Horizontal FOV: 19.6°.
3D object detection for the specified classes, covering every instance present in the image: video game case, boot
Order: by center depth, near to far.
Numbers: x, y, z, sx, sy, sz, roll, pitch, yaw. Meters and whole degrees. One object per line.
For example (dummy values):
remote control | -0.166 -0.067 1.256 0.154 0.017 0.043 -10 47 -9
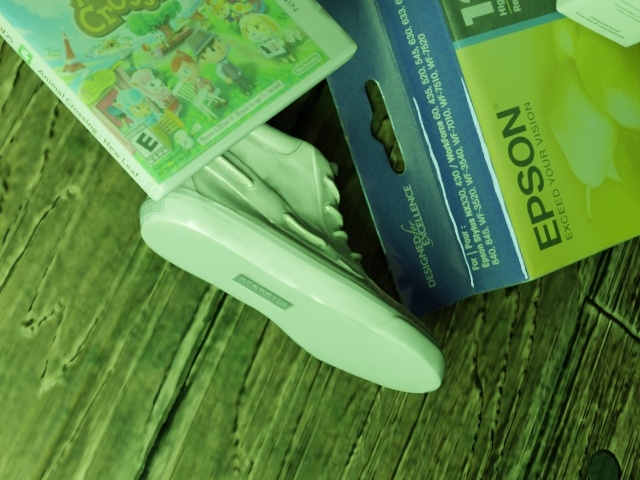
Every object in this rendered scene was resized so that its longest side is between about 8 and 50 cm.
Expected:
video game case | -0.105 -0.152 1.286 0.193 0.023 0.212 47 54 5
boot | 0.000 0.000 1.323 0.258 0.095 0.123 34 60 -22

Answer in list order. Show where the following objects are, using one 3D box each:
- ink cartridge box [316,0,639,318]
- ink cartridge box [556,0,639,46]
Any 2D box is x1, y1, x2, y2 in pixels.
ink cartridge box | 0.150 -0.124 1.486 0.307 0.072 0.304 -21 93 -40
ink cartridge box | 0.291 -0.260 1.452 0.086 0.208 0.153 21 66 -31
